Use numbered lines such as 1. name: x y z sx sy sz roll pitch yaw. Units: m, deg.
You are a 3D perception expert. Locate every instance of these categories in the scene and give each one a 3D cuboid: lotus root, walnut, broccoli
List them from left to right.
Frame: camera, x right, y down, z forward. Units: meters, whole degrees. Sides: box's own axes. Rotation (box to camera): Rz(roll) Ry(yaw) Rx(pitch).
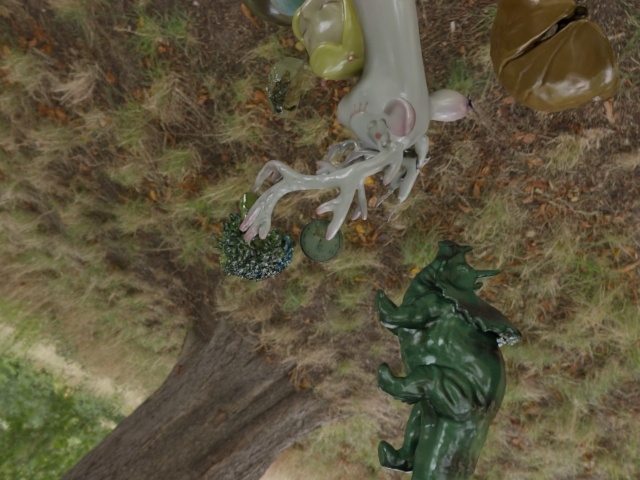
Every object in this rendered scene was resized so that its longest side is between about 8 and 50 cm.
1. broccoli: -0.120 -0.005 0.766 0.154 0.167 0.160 -33 60 37
2. lotus root: -0.091 -0.355 1.010 0.070 0.144 0.143 17 118 4
3. walnut: 0.255 -0.207 0.504 0.087 0.211 0.167 -42 76 23

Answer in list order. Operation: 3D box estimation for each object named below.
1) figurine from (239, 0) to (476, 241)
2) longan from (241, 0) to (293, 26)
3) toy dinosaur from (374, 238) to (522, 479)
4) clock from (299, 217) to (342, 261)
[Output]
1. figurine: 0.031 -0.163 0.506 0.284 0.206 0.316 -26 73 44
2. longan: -0.058 -0.456 0.717 0.204 0.159 0.185 1 146 44
3. toy dinosaur: 0.074 0.113 0.326 0.120 0.292 0.079 26 150 10
4. clock: 0.000 0.000 0.812 0.085 0.017 0.085 1 93 15
